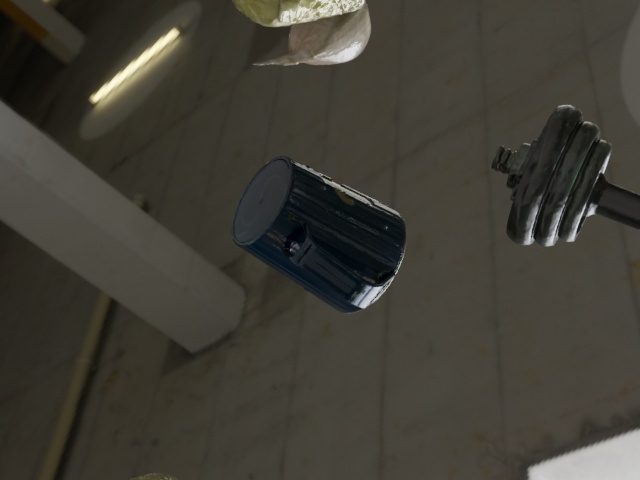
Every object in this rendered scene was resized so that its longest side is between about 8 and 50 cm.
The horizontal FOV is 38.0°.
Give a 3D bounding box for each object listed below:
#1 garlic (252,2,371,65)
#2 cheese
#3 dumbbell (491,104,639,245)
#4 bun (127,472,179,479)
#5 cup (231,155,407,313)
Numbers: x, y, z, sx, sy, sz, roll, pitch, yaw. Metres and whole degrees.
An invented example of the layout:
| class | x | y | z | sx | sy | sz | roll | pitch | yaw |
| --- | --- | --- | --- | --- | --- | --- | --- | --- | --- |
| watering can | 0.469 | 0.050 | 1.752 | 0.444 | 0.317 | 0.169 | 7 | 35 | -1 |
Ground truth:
| class | x | y | z | sx | sy | sz | roll | pitch | yaw |
| --- | --- | --- | --- | --- | --- | --- | --- | --- | --- |
| garlic | 0.000 | -0.296 | 1.326 | 0.128 | 0.090 | 0.198 | 5 | -136 | 22 |
| cheese | -0.012 | -0.130 | 0.480 | 0.044 | 0.030 | 0.083 | 22 | -150 | 33 |
| dumbbell | 0.243 | -0.015 | 0.668 | 0.254 | 0.110 | 0.110 | 24 | -109 | 17 |
| bun | -0.186 | 0.427 | 1.136 | 0.168 | 0.273 | 0.273 | -15 | -137 | 27 |
| cup | 0.000 | 0.000 | 0.997 | 0.131 | 0.155 | 0.176 | -53 | -152 | 14 |
